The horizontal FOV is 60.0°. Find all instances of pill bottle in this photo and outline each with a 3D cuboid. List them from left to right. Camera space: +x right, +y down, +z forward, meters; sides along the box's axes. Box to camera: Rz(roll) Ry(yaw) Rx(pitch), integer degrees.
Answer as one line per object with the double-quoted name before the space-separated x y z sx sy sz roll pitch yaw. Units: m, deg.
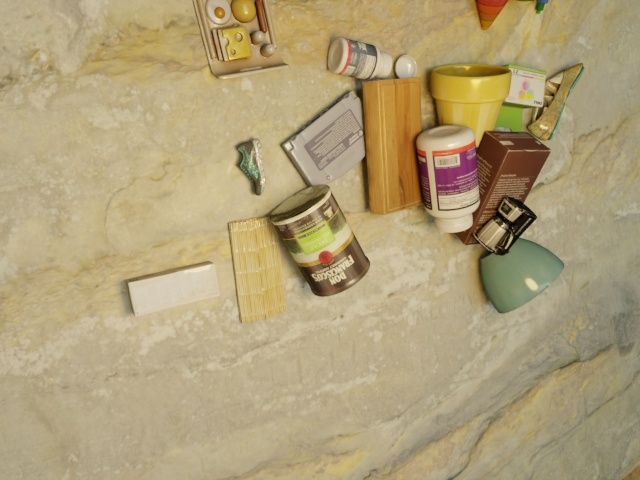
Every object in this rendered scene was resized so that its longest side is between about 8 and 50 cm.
"pill bottle" 0.123 -0.550 1.698 0.180 0.108 0.108 2 96 -29
"pill bottle" 0.415 -0.196 1.786 0.181 0.181 0.323 -23 117 -23

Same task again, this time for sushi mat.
"sushi mat" -0.188 0.086 1.679 0.151 0.019 0.316 -11 103 -27

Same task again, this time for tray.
"tray" 0.240 -0.304 1.774 0.203 0.076 0.410 -18 111 -38

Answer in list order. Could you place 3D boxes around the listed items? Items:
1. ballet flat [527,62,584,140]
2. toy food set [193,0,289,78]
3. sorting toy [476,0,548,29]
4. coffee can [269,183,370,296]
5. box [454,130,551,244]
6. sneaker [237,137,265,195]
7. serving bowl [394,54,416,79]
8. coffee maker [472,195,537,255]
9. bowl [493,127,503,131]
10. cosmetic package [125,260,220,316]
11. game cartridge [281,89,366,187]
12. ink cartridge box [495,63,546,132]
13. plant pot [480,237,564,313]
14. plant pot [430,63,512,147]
"ballet flat" 0.886 -0.544 2.104 0.123 0.123 0.348 32 80 -27
"toy food set" -0.217 -0.611 1.521 0.220 0.092 0.306 -19 105 -24
"sorting toy" 0.687 -0.830 1.974 0.366 0.127 0.126 -20 135 -26
"coffee can" 0.000 0.000 1.661 0.201 0.201 0.275 -37 112 -18
"box" 0.594 -0.175 1.890 0.191 0.143 0.381 -4 131 -27
"sneaker" -0.203 -0.211 1.614 0.076 0.065 0.166 -8 98 -10
"serving bowl" 0.275 -0.563 1.820 0.083 0.027 0.083 -4 99 -27
"coffee maker" 0.622 -0.049 1.853 0.171 0.120 0.178 -4 135 -57
"bowl" 0.626 -0.350 1.950 0.142 0.142 0.053 26 104 -32
"cosmetic package" -0.409 0.132 1.547 0.239 0.060 0.099 -12 101 -25
"game cartridge" 0.041 -0.303 1.724 0.294 0.060 0.196 -41 110 -16
"ink cartridge box" 0.709 -0.493 2.018 0.189 0.097 0.255 0 97 -27
"plant pot" 0.702 0.099 2.023 0.290 0.290 0.195 -39 88 -17
"plant pot" 0.490 -0.446 1.843 0.254 0.254 0.239 -16 121 -25
